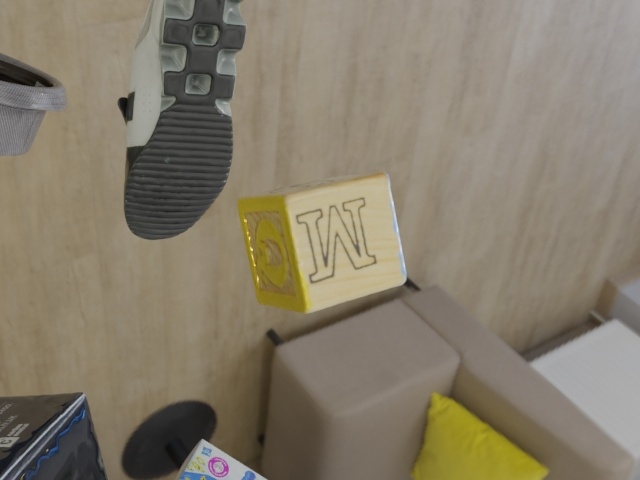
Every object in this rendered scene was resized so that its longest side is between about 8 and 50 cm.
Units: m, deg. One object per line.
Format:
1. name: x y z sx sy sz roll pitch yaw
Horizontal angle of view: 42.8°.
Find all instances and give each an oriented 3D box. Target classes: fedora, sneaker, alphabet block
1. fedora: -0.480 -0.190 1.085 0.275 0.244 0.124 21 104 -2
2. sneaker: -0.174 -0.165 0.977 0.122 0.146 0.331 4 115 -32
3. alphabet block: 0.000 0.000 1.356 0.197 0.192 0.193 -15 97 -29

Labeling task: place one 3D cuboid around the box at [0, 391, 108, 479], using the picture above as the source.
1. box: -0.456 0.438 0.834 0.471 0.297 0.480 -5 107 11

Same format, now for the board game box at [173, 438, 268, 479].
1. board game box: -0.138 0.522 1.309 0.086 0.308 0.302 -55 -177 34
